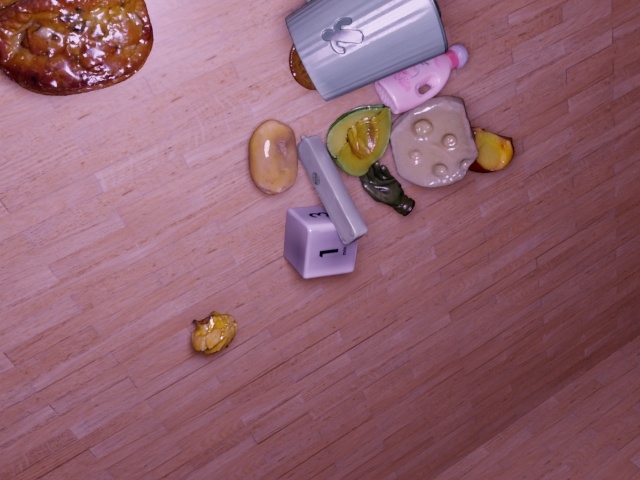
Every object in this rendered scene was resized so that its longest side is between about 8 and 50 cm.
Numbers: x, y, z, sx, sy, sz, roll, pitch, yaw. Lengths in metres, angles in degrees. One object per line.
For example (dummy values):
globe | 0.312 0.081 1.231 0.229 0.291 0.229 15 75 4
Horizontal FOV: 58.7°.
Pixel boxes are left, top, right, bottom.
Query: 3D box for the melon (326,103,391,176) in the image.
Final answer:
melon | 0.119 -0.326 1.903 0.265 0.129 0.169 -46 140 -17

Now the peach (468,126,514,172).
peach | 0.598 -0.333 2.129 0.267 0.153 0.159 3 103 -38

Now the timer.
timer | 0.000 0.000 1.950 0.194 0.192 0.195 -7 117 -25

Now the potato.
potato | -0.152 -0.259 1.779 0.150 0.145 0.234 -30 119 -63

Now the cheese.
cheese | 0.396 -0.341 1.964 0.317 0.115 0.326 30 119 -8

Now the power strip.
power strip | 0.030 -0.174 1.829 0.062 0.091 0.386 -22 81 -31

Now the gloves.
gloves | 0.227 -0.188 2.030 0.268 0.107 0.135 44 58 -24

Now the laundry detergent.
laundry detergent | 0.349 -0.553 1.906 0.335 0.088 0.159 -32 84 -15

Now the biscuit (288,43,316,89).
biscuit | -0.012 -0.564 1.769 0.187 0.027 0.188 -11 119 -21

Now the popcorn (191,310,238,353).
popcorn | -0.364 0.317 1.947 0.167 0.148 0.152 -40 104 -17

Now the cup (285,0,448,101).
cup | 0.122 -0.624 1.605 0.391 0.401 0.310 -24 142 11

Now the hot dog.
hot dog | -0.605 -0.506 1.394 0.387 0.174 0.267 -20 124 -19
